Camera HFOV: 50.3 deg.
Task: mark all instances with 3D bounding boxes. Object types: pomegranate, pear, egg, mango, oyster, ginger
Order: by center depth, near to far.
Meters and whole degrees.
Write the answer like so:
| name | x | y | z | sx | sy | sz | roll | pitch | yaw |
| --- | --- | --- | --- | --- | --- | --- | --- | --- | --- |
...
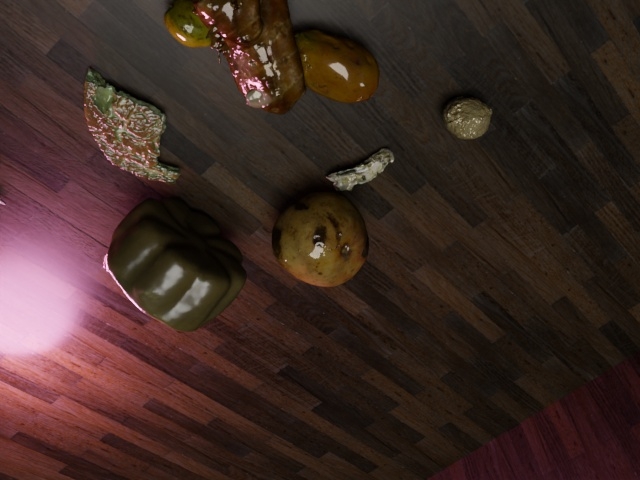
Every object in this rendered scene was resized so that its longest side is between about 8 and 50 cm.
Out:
| name | x | y | z | sx | sy | sz | roll | pitch | yaw |
| --- | --- | --- | --- | --- | --- | --- | --- | --- | --- |
| ginger | -0.170 | -0.470 | 1.576 | 0.176 | 0.254 | 0.418 | 16 | 133 | 37 |
| pear | -0.303 | -0.514 | 1.605 | 0.107 | 0.107 | 0.131 | -41 | 129 | 21 |
| mango | 0.037 | -0.441 | 1.705 | 0.248 | 0.151 | 0.156 | 27 | 77 | -12 |
| egg | 0.399 | -0.333 | 1.849 | 0.140 | 0.116 | 0.118 | 8 | 98 | -20 |
| pomegranate | 0.000 | 0.000 | 1.950 | 0.281 | 0.281 | 0.281 | -4 | 128 | -6 |
| oyster | 0.114 | -0.200 | 1.957 | 0.200 | 0.061 | 0.106 | -11 | 146 | 3 |

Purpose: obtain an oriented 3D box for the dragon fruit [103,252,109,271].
| name | x | y | z | sx | sy | sz | roll | pitch | yaw |
| --- | --- | --- | --- | --- | --- | --- | --- | --- | --- |
| dragon fruit | -0.579 | 0.058 | 2.020 | 0.106 | 0.083 | 0.162 | -24 | 137 | 25 |

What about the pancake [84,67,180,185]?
| name | x | y | z | sx | sy | sz | roll | pitch | yaw |
| --- | --- | --- | --- | --- | --- | --- | --- | --- | --- |
| pancake | -0.490 | -0.292 | 1.782 | 0.197 | 0.054 | 0.376 | -20 | 129 | 8 |

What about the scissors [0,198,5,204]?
| name | x | y | z | sx | sy | sz | roll | pitch | yaw |
| --- | --- | --- | --- | --- | --- | --- | --- | --- | --- |
| scissors | -0.976 | -0.176 | 1.808 | 0.300 | 0.022 | 0.109 | 34 | 119 | -30 |

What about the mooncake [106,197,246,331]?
| name | x | y | z | sx | sy | sz | roll | pitch | yaw |
| --- | --- | --- | --- | --- | --- | --- | --- | --- | --- |
| mooncake | -0.385 | 0.052 | 1.868 | 0.201 | 0.378 | 0.378 | -43 | 122 | 16 |
